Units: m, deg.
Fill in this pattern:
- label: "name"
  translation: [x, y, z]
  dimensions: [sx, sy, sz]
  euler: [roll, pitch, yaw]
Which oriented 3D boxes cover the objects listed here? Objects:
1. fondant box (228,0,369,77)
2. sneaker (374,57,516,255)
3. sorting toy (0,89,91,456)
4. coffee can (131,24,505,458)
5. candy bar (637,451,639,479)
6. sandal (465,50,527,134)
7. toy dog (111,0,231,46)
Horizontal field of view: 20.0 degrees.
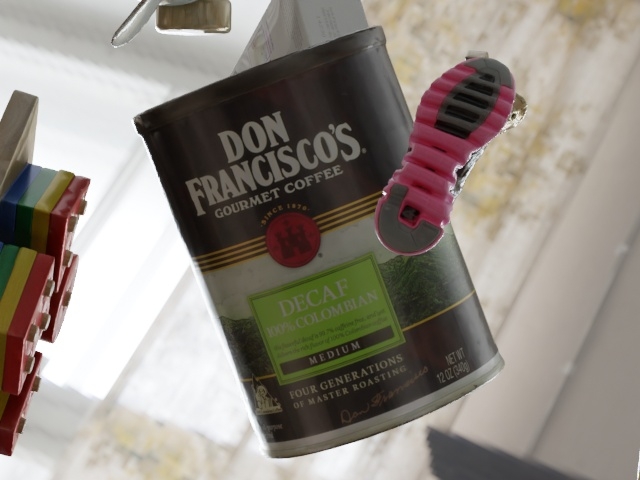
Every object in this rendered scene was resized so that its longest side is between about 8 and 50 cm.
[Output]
- label: "fondant box"
  translation: [-0.034, -0.138, 2.255]
  dimensions: [0.096, 0.238, 0.330]
  euler: [3, -35, -27]
- label: "sneaker"
  translation: [0.066, -0.044, 0.980]
  dimensions: [0.047, 0.119, 0.057]
  euler: [30, -7, 8]
- label: "sorting toy"
  translation: [-0.275, 0.048, 1.614]
  dimensions: [0.089, 0.255, 0.257]
  euler: [15, -39, -1]
- label: "coffee can"
  translation: [0.000, 0.000, 1.373]
  dimensions: [0.201, 0.201, 0.275]
  euler: [-16, -84, 51]
- label: "candy bar"
  translation: [0.345, 0.194, 1.894]
  dimensions: [0.018, 0.040, 0.161]
  euler: [10, -70, 21]
- label: "sandal"
  translation: [0.199, -0.162, 2.080]
  dimensions: [0.079, 0.240, 0.088]
  euler: [3, -65, 9]
- label: "toy dog"
  translation: [-0.176, -0.293, 1.810]
  dimensions: [0.161, 0.220, 0.334]
  euler: [-3, -17, 0]
